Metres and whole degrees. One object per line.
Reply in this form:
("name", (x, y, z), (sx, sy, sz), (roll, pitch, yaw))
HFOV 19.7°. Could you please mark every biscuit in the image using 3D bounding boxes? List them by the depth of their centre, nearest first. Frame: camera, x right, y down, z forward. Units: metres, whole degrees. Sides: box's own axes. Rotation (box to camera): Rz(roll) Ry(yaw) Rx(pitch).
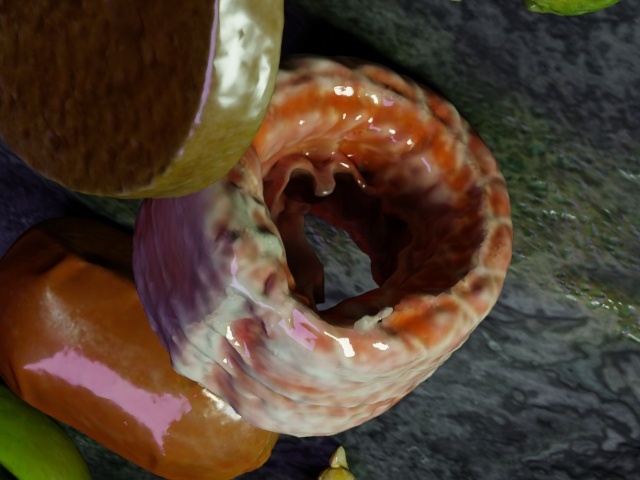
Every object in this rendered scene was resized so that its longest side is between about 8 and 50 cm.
("biscuit", (-0.146, -0.224, 1.098), (0.350, 0.070, 0.394), (21, 119, 41))

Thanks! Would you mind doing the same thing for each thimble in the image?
("thimble", (0.000, 0.000, 1.213), (0.239, 0.239, 0.162), (37, 143, -4))

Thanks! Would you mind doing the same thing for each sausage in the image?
("sausage", (-0.146, 0.089, 1.485), (0.268, 0.153, 0.141), (32, 110, 4))

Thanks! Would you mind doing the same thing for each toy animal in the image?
("toy animal", (-0.004, 0.214, 1.602), (0.081, 0.060, 0.083), (27, 151, 8))

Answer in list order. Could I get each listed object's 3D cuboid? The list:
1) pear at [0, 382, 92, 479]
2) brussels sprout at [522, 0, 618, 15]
("pear", (-0.357, 0.240, 1.802), (0.399, 0.165, 0.398), (21, 141, 18))
("brussels sprout", (0.126, -0.193, 1.022), (0.139, 0.100, 0.181), (19, 140, 3))
